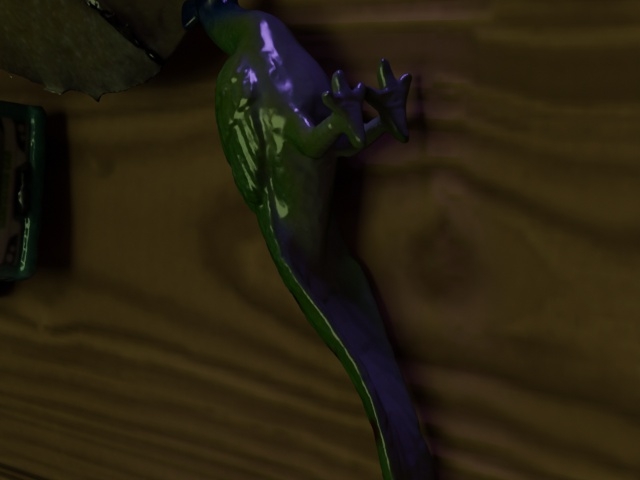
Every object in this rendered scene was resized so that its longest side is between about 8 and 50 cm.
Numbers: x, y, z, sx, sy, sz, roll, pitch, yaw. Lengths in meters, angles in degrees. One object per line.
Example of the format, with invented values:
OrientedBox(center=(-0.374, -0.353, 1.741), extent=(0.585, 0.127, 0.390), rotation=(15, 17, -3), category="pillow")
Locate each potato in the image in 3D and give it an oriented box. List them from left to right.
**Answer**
OrientedBox(center=(-0.106, -0.121, 0.748), extent=(0.172, 0.089, 0.100), rotation=(36, 147, 10), category="potato")

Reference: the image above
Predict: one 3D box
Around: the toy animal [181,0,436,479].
OrientedBox(center=(0.008, -0.010, 0.619), extent=(0.075, 0.041, 0.217), rotation=(-46, 60, 45), category="toy animal")

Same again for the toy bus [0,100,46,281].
OrientedBox(center=(-0.220, -0.015, 0.865), extent=(0.261, 0.109, 0.091), rotation=(-8, 79, 51), category="toy bus")
